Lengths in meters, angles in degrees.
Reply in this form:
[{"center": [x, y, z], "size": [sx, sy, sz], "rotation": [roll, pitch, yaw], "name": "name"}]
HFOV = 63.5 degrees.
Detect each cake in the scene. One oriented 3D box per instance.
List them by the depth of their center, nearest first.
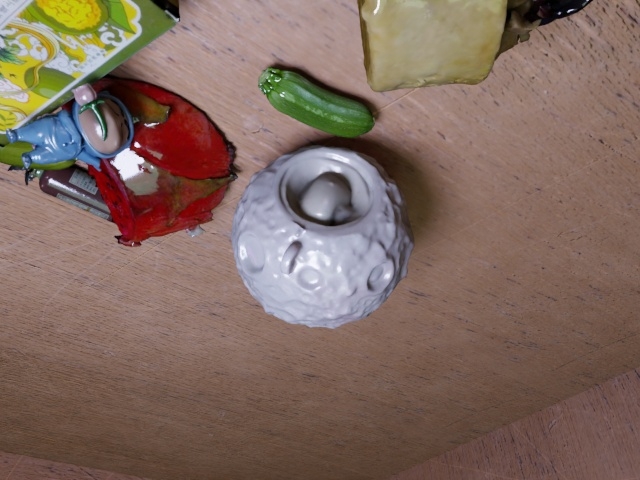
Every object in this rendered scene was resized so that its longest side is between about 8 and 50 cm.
[{"center": [0.194, -0.347, 0.603], "size": [0.321, 0.332, 0.332], "rotation": [-7, 137, 4], "name": "cake"}]

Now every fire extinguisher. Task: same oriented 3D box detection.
[{"center": [-0.483, -0.099, 1.016], "size": [0.231, 0.099, 0.071], "rotation": [27, 112, -29], "name": "fire extinguisher"}]

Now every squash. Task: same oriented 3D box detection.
[{"center": [-0.006, -0.235, 0.900], "size": [0.219, 0.068, 0.077], "rotation": [20, 144, -22], "name": "squash"}, {"center": [-0.523, -0.163, 0.919], "size": [0.258, 0.069, 0.069], "rotation": [11, 141, 18], "name": "squash"}]

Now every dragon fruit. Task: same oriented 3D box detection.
[{"center": [-0.298, -0.136, 0.950], "size": [0.282, 0.100, 0.343], "rotation": [-16, 125, -6], "name": "dragon fruit"}]

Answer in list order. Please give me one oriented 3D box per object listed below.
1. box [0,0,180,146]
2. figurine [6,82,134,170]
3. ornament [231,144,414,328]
[{"center": [-0.460, -0.331, 0.658], "size": [0.420, 0.138, 0.373], "rotation": [-23, 153, 23], "name": "box"}, {"center": [-0.362, -0.165, 0.779], "size": [0.144, 0.178, 0.114], "rotation": [-10, 105, 57], "name": "figurine"}, {"center": [0.000, 0.000, 0.966], "size": [0.337, 0.337, 0.337], "rotation": [-1, 137, -1], "name": "ornament"}]
